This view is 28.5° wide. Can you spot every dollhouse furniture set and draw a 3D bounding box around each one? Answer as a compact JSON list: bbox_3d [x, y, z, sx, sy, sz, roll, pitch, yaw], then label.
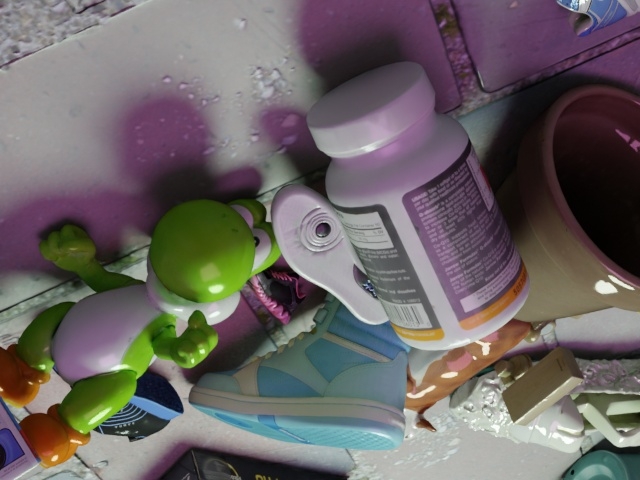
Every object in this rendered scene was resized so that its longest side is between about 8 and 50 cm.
[{"bbox_3d":[0.325,0.158,1.722,0.123,0.151,0.144,17,130,-37],"label":"dollhouse furniture set"}]

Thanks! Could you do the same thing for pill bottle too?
[{"bbox_3d":[0.101,-0.036,1.325,0.162,0.162,0.278,-24,113,5],"label":"pill bottle"}]

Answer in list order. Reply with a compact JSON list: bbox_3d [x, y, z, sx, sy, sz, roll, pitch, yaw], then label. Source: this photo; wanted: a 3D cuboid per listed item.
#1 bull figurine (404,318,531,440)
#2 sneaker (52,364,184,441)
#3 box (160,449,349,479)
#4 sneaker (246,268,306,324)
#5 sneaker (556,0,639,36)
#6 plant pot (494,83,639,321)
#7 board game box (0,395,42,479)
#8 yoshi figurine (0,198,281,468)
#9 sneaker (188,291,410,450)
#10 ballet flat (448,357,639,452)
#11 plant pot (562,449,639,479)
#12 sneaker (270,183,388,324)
[{"bbox_3d":[0.141,0.158,1.679,0.188,0.101,0.310,22,126,-38],"label":"bull figurine"},{"bbox_3d":[-0.268,0.192,1.557,0.090,0.081,0.232,-37,139,12],"label":"sneaker"},{"bbox_3d":[-0.172,0.484,1.927,0.318,0.097,0.395,22,125,-37],"label":"box"},{"bbox_3d":[-0.054,0.052,1.526,0.057,0.047,0.119,-42,142,-4],"label":"sneaker"},{"bbox_3d":[0.259,-0.274,1.246,0.081,0.080,0.211,-34,138,11],"label":"sneaker"},{"bbox_3d":[0.292,-0.016,1.463,0.263,0.263,0.229,7,153,-30],"label":"plant pot"},{"bbox_3d":[-0.480,0.169,1.210,0.308,0.302,0.086,-31,-178,-16],"label":"board game box"},{"bbox_3d":[-0.200,0.070,1.352,0.362,0.203,0.203,-39,116,-6],"label":"yoshi figurine"},{"bbox_3d":[-0.015,0.146,1.595,0.319,0.208,0.127,1,158,34],"label":"sneaker"},{"bbox_3d":[0.398,0.247,1.873,0.409,0.147,0.147,-3,138,-19],"label":"ballet flat"},{"bbox_3d":[0.545,0.474,2.117,0.255,0.272,0.272,25,124,-24],"label":"plant pot"},{"bbox_3d":[0.000,0.000,1.433,0.079,0.121,0.217,-39,123,3],"label":"sneaker"}]
